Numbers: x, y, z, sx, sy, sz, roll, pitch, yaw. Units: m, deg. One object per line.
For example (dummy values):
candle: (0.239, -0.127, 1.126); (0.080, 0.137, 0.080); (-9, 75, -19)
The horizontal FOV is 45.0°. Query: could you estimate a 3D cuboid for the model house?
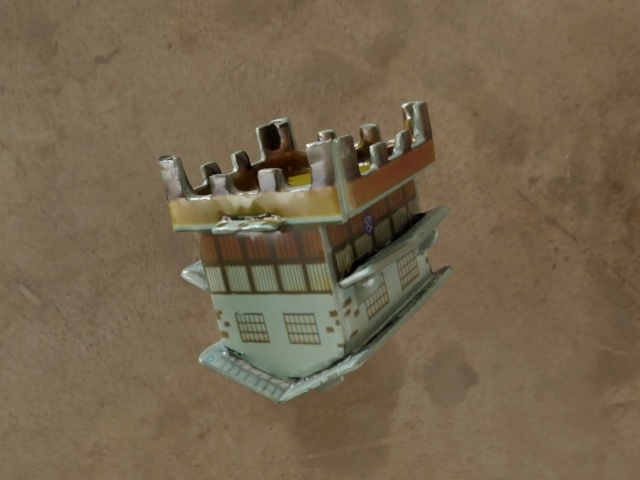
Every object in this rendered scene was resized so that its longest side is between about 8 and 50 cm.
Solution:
model house: (0.000, 0.000, 0.703); (0.199, 0.224, 0.215); (0, 108, 30)
